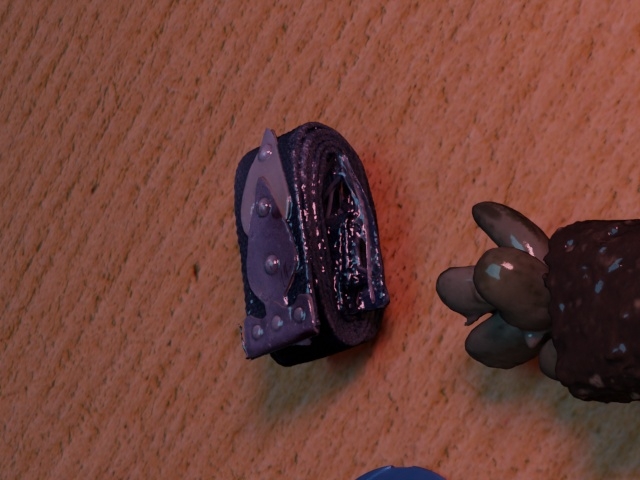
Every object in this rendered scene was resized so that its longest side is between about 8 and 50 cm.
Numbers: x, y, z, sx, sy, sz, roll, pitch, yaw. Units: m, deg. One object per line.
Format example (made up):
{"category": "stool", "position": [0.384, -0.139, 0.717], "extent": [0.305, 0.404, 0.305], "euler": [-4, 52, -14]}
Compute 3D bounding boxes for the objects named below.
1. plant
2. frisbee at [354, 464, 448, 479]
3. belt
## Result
{"category": "plant", "position": [0.202, 0.050, 1.395], "extent": [0.274, 0.149, 0.146], "euler": [6, 81, 52]}
{"category": "frisbee", "position": [0.051, 0.311, 1.557], "extent": [0.242, 0.045, 0.242], "euler": [-18, 65, 45]}
{"category": "belt", "position": [-0.001, 0.000, 1.663], "extent": [0.128, 0.122, 0.218], "euler": [-24, 67, 40]}
